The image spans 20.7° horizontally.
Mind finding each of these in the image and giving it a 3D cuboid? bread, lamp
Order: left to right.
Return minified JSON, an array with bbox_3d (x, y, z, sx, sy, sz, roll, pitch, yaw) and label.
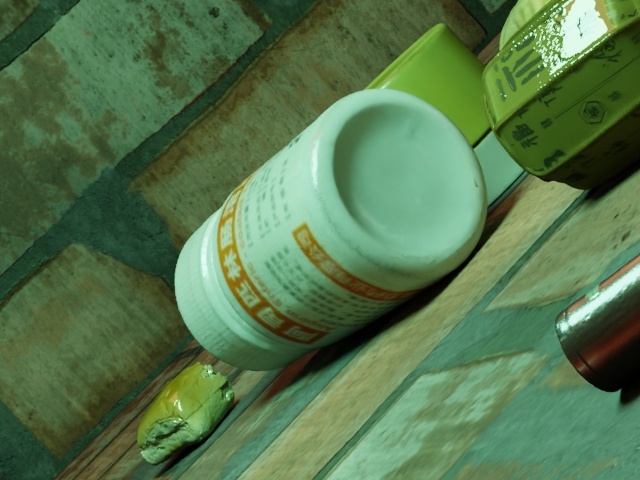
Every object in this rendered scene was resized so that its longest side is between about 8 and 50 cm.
[{"bbox_3d":[-0.175,0.216,2.200,0.125,0.082,0.106,-35,3,42],"label":"bread"},{"bbox_3d":[0.238,-0.141,1.491,0.185,0.161,0.161,-37,8,33],"label":"lamp"}]

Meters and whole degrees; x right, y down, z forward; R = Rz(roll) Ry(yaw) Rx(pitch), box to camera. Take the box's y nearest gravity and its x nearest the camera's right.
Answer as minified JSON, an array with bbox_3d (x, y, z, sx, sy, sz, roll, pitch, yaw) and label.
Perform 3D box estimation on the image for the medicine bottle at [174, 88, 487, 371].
[{"bbox_3d":[0.000,0.000,1.874,0.211,0.211,0.371,-47,6,-34],"label":"medicine bottle"}]

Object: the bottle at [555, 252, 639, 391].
[{"bbox_3d":[0.207,0.019,0.960,0.164,0.060,0.060,-41,6,27],"label":"bottle"}]

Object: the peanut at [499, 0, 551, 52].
[{"bbox_3d":[0.315,-0.258,1.945,0.305,0.147,0.147,-32,11,40],"label":"peanut"}]

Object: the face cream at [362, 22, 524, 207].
[{"bbox_3d":[0.122,-0.114,2.010,0.218,0.179,0.218,-43,5,5],"label":"face cream"}]
